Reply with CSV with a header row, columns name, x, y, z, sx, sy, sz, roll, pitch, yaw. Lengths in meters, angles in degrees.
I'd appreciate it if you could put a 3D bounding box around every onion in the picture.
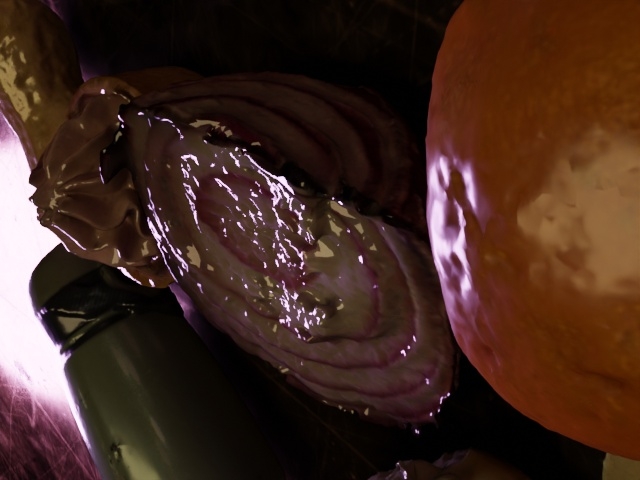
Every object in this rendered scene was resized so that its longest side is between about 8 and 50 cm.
name,x,y,z,sx,sy,sz,roll,pitch,yaw
onion,0.000,0.000,0.814,0.314,0.146,0.280,22,144,31

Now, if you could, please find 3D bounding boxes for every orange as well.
name,x,y,z,sx,sy,sz,roll,pitch,yaw
orange,0.165,-0.032,0.466,0.261,0.261,0.261,31,136,36

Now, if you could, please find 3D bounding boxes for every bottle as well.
name,x,y,z,sx,sy,sz,roll,pitch,yaw
bottle,-0.184,0.151,1.129,0.347,0.168,0.168,59,146,11

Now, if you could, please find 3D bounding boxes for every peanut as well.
name,x,y,z,sx,sy,sz,roll,pitch,yaw
peanut,-0.263,-0.125,1.086,0.117,0.101,0.263,-26,90,31

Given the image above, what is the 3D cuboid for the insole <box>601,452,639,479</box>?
name,x,y,z,sx,sy,sz,roll,pitch,yaw
insole,0.223,0.116,0.711,0.081,0.011,0.248,30,136,36

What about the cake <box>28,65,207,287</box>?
name,x,y,z,sx,sy,sz,roll,pitch,yaw
cake,-0.167,-0.042,0.955,0.185,0.178,0.208,29,137,37

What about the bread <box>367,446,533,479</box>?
name,x,y,z,sx,sy,sz,roll,pitch,yaw
bread,0.086,0.299,0.824,0.279,0.225,0.250,64,152,9
